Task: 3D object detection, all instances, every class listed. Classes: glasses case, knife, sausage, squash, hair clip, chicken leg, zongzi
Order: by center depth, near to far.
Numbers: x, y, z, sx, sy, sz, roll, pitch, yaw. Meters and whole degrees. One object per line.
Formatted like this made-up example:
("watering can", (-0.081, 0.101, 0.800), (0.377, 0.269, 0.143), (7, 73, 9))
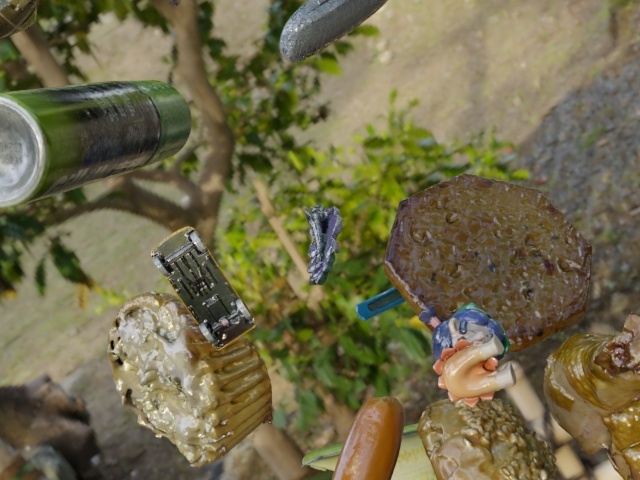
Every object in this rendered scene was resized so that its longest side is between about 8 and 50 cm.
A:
("chicken leg", (0.447, 0.232, 1.572), (0.182, 0.295, 0.409), (-20, -22, -5))
("sausage", (0.071, 0.357, 1.744), (0.098, 0.098, 0.238), (-2, 62, 55))
("glasses case", (0.037, -0.400, 1.892), (0.282, 0.067, 0.109), (-41, -15, -27))
("knife", (0.170, 0.081, 1.895), (0.297, 0.044, 0.026), (-22, -4, -39))
("hair clip", (-0.002, 0.000, 1.937), (0.195, 0.052, 0.124), (-94, 23, -49))
("zongzi", (-0.602, -0.400, 2.054), (0.176, 0.078, 0.160), (-51, 1, -11))
("squash", (0.098, 0.435, 2.128), (0.252, 0.169, 0.093), (-15, 29, 1))

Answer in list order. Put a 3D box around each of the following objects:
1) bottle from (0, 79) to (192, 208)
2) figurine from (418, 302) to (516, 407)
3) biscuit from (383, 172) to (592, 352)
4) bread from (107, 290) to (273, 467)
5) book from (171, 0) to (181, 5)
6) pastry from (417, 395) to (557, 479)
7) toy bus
("bottle", (-0.215, -0.099, 1.014), (0.093, 0.093, 0.330), (-25, 4, 18))
("figurine", (0.185, 0.139, 1.397), (0.102, 0.111, 0.195), (-23, 7, 11))
("biscuit", (0.279, 0.033, 1.826), (0.359, 0.359, 0.046), (-44, -22, -33))
("bread", (-0.192, 0.192, 1.592), (0.149, 0.274, 0.274), (-24, 12, -36))
("book", (-0.292, -0.391, 1.424), (0.157, 0.231, 0.026), (89, -156, -70))
("pastry", (0.274, 0.350, 1.645), (0.162, 0.311, 0.255), (-34, 49, 3))
("toy bus", (-0.155, 0.060, 1.455), (0.070, 0.162, 0.074), (-33, 8, -1))
